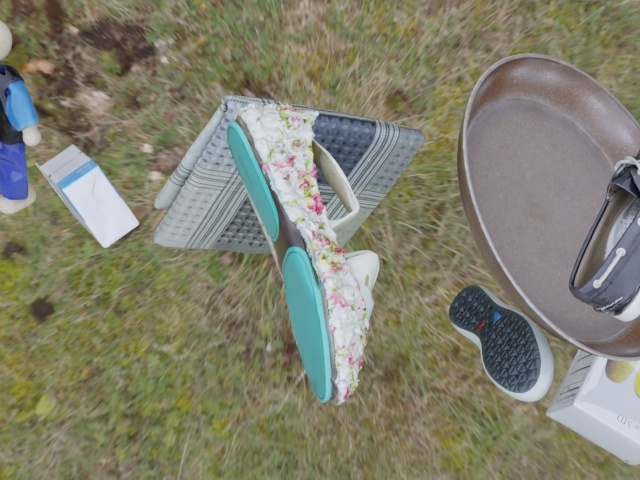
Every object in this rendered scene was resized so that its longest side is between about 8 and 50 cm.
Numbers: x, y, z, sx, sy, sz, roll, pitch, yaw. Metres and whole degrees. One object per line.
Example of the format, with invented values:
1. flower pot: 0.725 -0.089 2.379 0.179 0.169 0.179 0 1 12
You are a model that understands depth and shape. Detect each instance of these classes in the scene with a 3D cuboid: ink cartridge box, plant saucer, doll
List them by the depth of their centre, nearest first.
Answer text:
1. doll: -0.282 -0.110 1.016 0.129 0.189 0.046 35 52 18
2. plant saucer: 0.236 -0.029 1.135 0.310 0.050 0.311 19 58 -33
3. ink cartridge box: -0.325 -0.068 1.650 0.060 0.180 0.104 -38 118 -11

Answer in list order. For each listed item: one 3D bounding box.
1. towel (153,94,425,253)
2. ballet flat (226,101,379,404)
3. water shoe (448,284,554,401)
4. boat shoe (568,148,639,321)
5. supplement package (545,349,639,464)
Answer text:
1. towel: -0.055 -0.083 1.704 0.312 0.324 0.056 6 53 -28
2. ballet flat: 0.000 0.000 0.894 0.077 0.091 0.241 -15 77 -18
3. water shoe: 0.208 0.111 1.262 0.080 0.203 0.073 33 102 -27
4. boat shoe: 0.167 -0.021 0.625 0.038 0.046 0.125 23 91 -17
5. supplement package: 0.418 0.149 1.543 0.139 0.134 0.244 30 76 3
